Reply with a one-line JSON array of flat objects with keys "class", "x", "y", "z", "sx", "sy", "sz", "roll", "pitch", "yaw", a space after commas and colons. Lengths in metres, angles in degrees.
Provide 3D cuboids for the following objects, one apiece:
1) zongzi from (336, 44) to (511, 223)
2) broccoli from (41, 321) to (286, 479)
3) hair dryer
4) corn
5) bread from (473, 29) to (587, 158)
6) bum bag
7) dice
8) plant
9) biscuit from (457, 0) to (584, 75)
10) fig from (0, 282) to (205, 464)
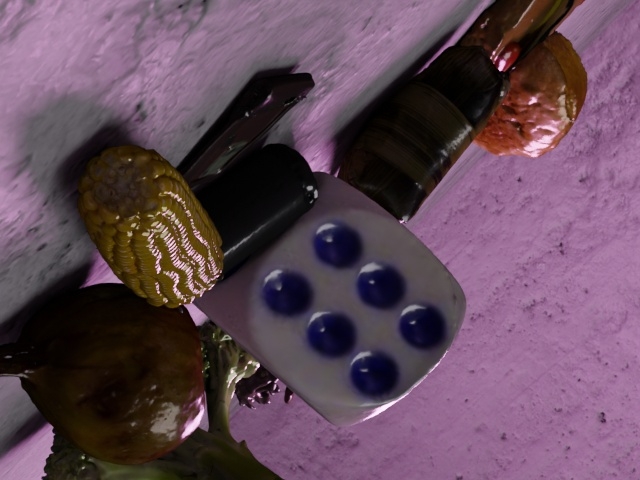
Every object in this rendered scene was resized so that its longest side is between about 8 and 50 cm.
[{"class": "zongzi", "x": 0.131, "y": -0.151, "z": 1.668, "sx": 0.286, "sy": 0.134, "sz": 0.288, "roll": -47, "pitch": -173, "yaw": -7}, {"class": "broccoli", "x": -0.204, "y": 0.322, "z": 1.531, "sx": 0.353, "sy": 0.397, "sz": 0.275, "roll": -42, "pitch": 149, "yaw": 19}, {"class": "hair dryer", "x": -0.126, "y": 0.007, "z": 1.304, "sx": 0.197, "sy": 0.089, "sz": 0.251, "roll": -40, "pitch": 178, "yaw": -29}, {"class": "corn", "x": -0.148, "y": -0.007, "z": 0.993, "sx": 0.106, "sy": 0.106, "sz": 0.305, "roll": -43, "pitch": 170, "yaw": -6}, {"class": "bread", "x": 0.345, "y": -0.213, "z": 1.812, "sx": 0.129, "sy": 0.134, "sz": 0.260, "roll": -44, "pitch": 175, "yaw": -29}, {"class": "bum bag", "x": -0.081, "y": -0.108, "z": 1.116, "sx": 0.159, "sy": 0.026, "sz": 0.109, "roll": -41, "pitch": 174, "yaw": 23}, {"class": "dice", "x": 0.007, "y": 0.071, "z": 1.433, "sx": 0.243, "sy": 0.259, "sz": 0.251, "roll": -46, "pitch": -166, "yaw": -7}, {"class": "plant", "x": -0.084, "y": 0.197, "z": 2.034, "sx": 0.178, "sy": 0.234, "sz": 0.204, "roll": -41, "pitch": 180, "yaw": 24}, {"class": "biscuit", "x": 0.308, "y": -0.316, "z": 1.826, "sx": 0.368, "sy": 0.076, "sz": 0.394, "roll": -49, "pitch": 171, "yaw": 31}, {"class": "fig", "x": -0.223, "y": 0.117, "z": 1.095, "sx": 0.190, "sy": 0.190, "sz": 0.290, "roll": -44, "pitch": 156, "yaw": -1}]
